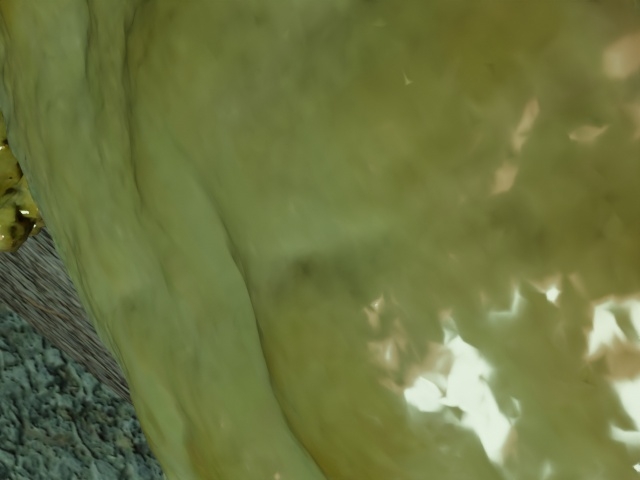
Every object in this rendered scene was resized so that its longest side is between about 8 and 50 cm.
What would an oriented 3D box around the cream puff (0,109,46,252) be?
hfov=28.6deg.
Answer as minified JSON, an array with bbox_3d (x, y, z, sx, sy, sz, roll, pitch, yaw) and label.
[{"bbox_3d":[-0.288,-0.145,0.881,0.327,0.231,0.343,48,166,-10],"label":"cream puff"}]

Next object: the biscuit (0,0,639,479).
[{"bbox_3d":[-0.001,0.000,0.478,0.446,0.104,0.429,-24,87,60],"label":"biscuit"}]
